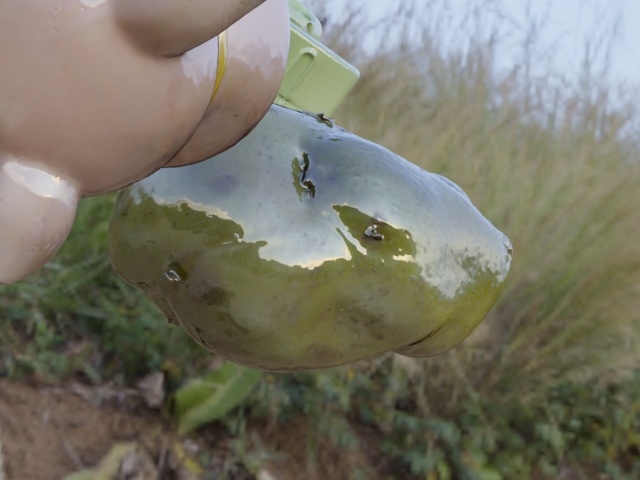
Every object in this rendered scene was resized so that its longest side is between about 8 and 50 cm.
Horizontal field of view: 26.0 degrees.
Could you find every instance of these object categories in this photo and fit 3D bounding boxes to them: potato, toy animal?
[{"bbox_3d":[0.000,0.004,1.139,0.351,0.218,0.202,2,-53,-27],"label":"potato"},{"bbox_3d":[-0.097,-0.093,0.654,0.149,0.165,0.248,29,17,1],"label":"toy animal"}]

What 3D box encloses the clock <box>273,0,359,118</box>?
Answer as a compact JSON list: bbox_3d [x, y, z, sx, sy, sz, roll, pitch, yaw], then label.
[{"bbox_3d":[-0.122,-0.256,1.480,0.286,0.117,0.348,33,13,-26],"label":"clock"}]
